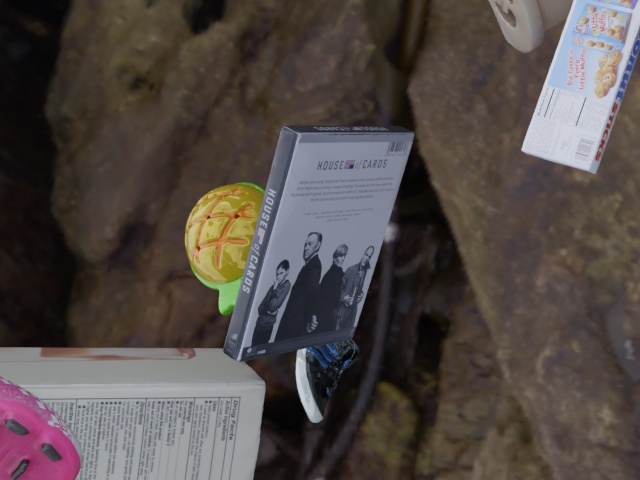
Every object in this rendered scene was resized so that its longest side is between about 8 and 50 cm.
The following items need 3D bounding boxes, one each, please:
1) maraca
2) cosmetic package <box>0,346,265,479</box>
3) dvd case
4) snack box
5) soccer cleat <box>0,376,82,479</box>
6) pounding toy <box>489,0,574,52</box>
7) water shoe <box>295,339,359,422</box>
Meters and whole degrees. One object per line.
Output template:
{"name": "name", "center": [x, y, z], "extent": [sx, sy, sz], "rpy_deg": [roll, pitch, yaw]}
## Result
{"name": "maraca", "center": [-0.095, 0.007, 1.497], "extent": [0.127, 0.099, 0.185], "rpy_deg": [-42, 45, 14]}
{"name": "cosmetic package", "center": [-0.223, 0.199, 1.379], "extent": [0.129, 0.296, 0.153], "rpy_deg": [-146, 62, -64]}
{"name": "dvd case", "center": [0.000, 0.000, 1.301], "extent": [0.030, 0.179, 0.238], "rpy_deg": [29, 112, 36]}
{"name": "snack box", "center": [0.226, -0.148, 1.079], "extent": [0.064, 0.022, 0.178], "rpy_deg": [20, 92, 32]}
{"name": "soccer cleat", "center": [-0.358, 0.115, 1.153], "extent": [0.116, 0.331, 0.143], "rpy_deg": [-54, 19, 27]}
{"name": "pounding toy", "center": [0.217, -0.284, 1.208], "extent": [0.155, 0.154, 0.269], "rpy_deg": [-30, 70, -3]}
{"name": "water shoe", "center": [0.013, 0.162, 1.821], "extent": [0.080, 0.073, 0.203], "rpy_deg": [-9, 44, 12]}
